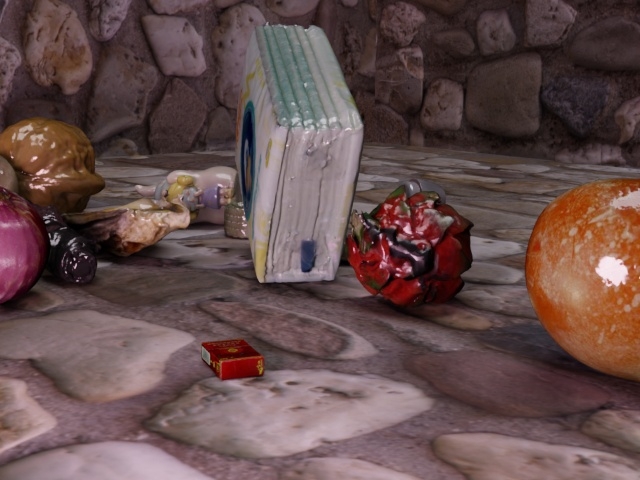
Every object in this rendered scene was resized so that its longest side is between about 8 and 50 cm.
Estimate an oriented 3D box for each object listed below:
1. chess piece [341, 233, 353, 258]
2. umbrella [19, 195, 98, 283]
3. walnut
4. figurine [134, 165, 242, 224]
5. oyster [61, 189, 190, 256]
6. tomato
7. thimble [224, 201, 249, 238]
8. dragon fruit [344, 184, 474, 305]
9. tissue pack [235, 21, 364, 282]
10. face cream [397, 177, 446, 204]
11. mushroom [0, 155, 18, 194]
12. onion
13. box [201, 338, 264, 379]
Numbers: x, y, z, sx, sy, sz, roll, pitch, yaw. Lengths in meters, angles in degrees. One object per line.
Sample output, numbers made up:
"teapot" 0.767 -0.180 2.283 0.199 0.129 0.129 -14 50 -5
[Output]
"chess piece" 0.000 0.000 1.761 0.200 0.090 0.090 11 12 14
"umbrella" -0.452 -0.009 1.653 0.090 0.094 0.326 -47 39 -11
"walnut" -0.560 -0.138 2.053 0.257 0.225 0.257 8 7 -1
"figurine" -0.288 -0.088 2.110 0.235 0.127 0.155 -4 20 5
"oyster" -0.360 -0.024 1.792 0.275 0.100 0.271 -12 9 -2
"tomato" 0.363 0.046 1.103 0.270 0.223 0.270 -2 -13 0
"thimble" -0.150 -0.042 1.996 0.084 0.062 0.110 1 10 -13
"dragon fruit" 0.134 0.012 1.431 0.188 0.182 0.182 -25 20 -22
"tissue pack" -0.046 -0.155 1.657 0.162 0.287 0.388 3 33 -12
"face cream" 0.221 -0.090 2.216 0.095 0.091 0.091 4 8 -26
"mushroom" -0.673 -0.104 1.838 0.207 0.215 0.207 -15 44 14
"onion" -0.476 0.005 1.430 0.200 0.201 0.207 -3 -2 -22
"box" -0.100 0.134 1.136 0.051 0.023 0.082 -5 11 -21
